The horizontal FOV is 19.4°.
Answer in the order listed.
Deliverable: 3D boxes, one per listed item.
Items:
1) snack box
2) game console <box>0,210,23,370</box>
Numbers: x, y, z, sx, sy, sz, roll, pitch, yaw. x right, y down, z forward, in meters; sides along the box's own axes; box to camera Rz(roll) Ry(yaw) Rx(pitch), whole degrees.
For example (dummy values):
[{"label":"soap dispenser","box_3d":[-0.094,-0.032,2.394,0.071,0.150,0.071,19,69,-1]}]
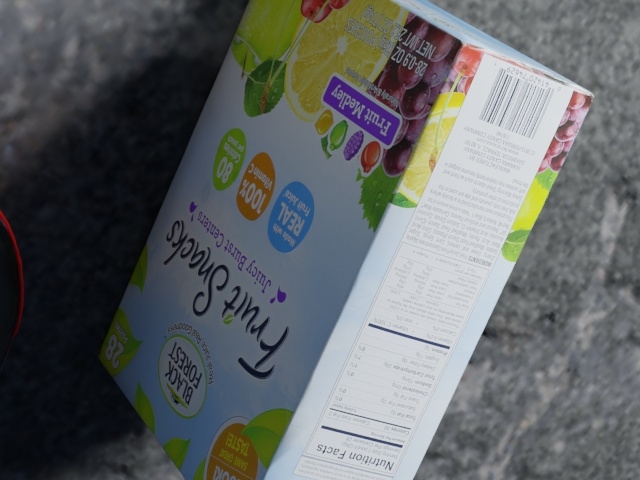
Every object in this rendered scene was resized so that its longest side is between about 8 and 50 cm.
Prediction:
[{"label":"snack box","box_3d":[0.000,0.000,0.755,0.070,0.174,0.207,17,102,-29]},{"label":"game console","box_3d":[-0.322,0.109,0.714,0.342,0.060,0.386,16,103,-31]}]
